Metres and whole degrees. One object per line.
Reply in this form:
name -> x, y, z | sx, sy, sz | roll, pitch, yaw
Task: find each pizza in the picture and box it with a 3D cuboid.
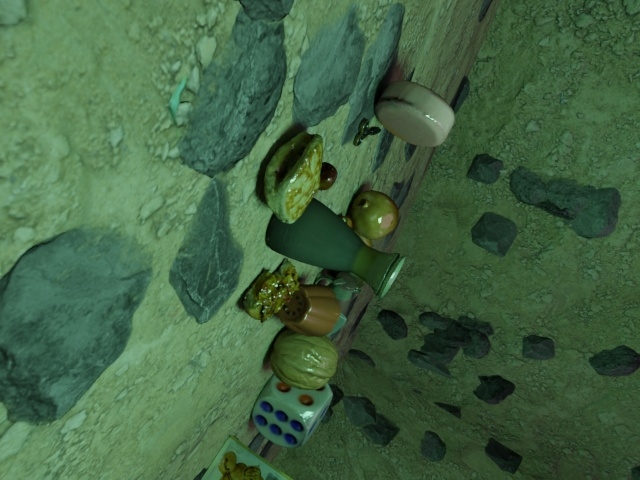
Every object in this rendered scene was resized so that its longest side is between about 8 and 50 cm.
pizza -> -0.122, 0.147, 1.205 | 0.161, 0.086, 0.305 | -68, 164, 16

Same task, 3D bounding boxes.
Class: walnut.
walnut -> -0.059, 0.439, 1.583 | 0.224, 0.261, 0.224 | -56, -163, 28

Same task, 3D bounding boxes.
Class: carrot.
carrot -> 0.096, -0.045, 1.625 | 0.061, 0.061, 0.256 | -61, 169, -4

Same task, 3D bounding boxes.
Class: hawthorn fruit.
hawthorn fruit -> 0.007, -0.168, 1.118 | 0.077, 0.077, 0.077 | -54, 162, -26

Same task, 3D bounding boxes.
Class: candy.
candy -> 0.284, -0.387, 1.306 | 0.094, 0.256, 0.255 | -60, 164, -5

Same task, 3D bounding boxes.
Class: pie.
pie -> -0.053, -0.143, 0.941 | 0.205, 0.084, 0.178 | -58, 165, -20

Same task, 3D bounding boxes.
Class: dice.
dice -> -0.120, 0.704, 1.822 | 0.251, 0.259, 0.242 | -32, 144, -58

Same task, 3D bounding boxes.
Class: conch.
conch -> 0.157, -0.010, 1.829 | 0.109, 0.093, 0.330 | -64, 147, -24

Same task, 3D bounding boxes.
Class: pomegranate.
pomegranate -> 0.199, -0.099, 1.614 | 0.191, 0.191, 0.191 | -54, 162, -26

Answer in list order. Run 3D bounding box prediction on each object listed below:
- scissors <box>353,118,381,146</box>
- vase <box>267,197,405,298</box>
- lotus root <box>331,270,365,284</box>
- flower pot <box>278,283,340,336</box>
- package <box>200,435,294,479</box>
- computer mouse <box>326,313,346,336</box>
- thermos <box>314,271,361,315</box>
scissors -> 0.161, -0.352, 1.381 | 0.220, 0.017, 0.088 | -32, 146, -61
vase -> 0.043, 0.015, 1.065 | 0.173, 0.321, 0.173 | -55, 163, -26
lotus root -> 0.129, 0.126, 1.812 | 0.160, 0.152, 0.274 | -39, 163, -16
flower pot -> -0.049, 0.223, 1.409 | 0.190, 0.191, 0.173 | -62, 152, -2
package -> -0.266, 0.928, 1.627 | 0.221, 0.312, 0.165 | -57, 161, -20
computer mouse -> -0.007, 0.283, 1.628 | 0.128, 0.079, 0.231 | -39, 126, 17
thermos -> 0.041, 0.237, 1.715 | 0.146, 0.177, 0.264 | -71, -174, -55
